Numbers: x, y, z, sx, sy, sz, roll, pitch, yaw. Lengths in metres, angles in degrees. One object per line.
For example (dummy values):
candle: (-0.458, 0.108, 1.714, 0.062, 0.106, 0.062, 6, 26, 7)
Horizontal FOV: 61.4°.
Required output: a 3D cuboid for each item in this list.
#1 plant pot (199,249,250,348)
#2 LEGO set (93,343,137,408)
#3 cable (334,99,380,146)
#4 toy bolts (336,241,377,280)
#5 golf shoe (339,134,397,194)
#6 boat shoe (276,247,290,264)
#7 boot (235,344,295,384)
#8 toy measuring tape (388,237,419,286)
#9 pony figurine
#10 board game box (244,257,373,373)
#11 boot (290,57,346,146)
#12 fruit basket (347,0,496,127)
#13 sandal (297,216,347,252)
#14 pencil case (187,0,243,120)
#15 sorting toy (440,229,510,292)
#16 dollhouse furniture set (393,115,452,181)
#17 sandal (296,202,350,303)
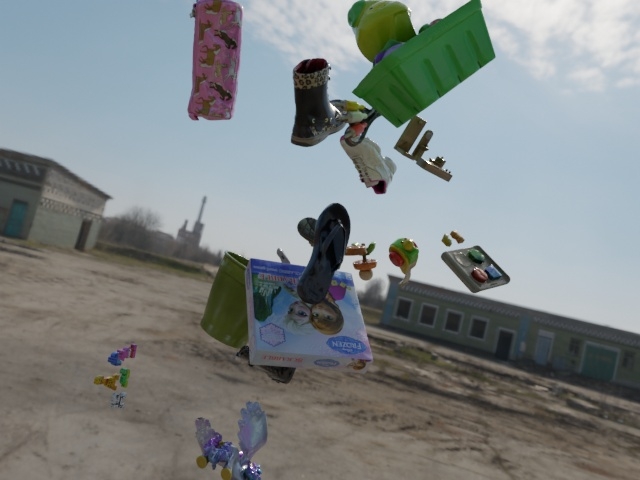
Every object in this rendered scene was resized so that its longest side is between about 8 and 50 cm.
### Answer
plant pot: (-0.365, 0.286, 2.458, 0.366, 0.353, 0.366, 31, 0, 0)
LEGO set: (-0.726, 0.469, 1.879, 0.087, 0.227, 0.093, 7, -5, 29)
cable: (0.153, -0.373, 1.621, 0.287, 0.140, 0.072, -26, 17, -34)
toy bolts: (0.106, 0.098, 2.183, 0.228, 0.159, 0.218, -3, 7, 16)
golf shoe: (0.176, -0.280, 1.993, 0.115, 0.140, 0.306, -4, -26, 44)
boat shoe: (-0.153, 0.071, 2.228, 0.100, 0.035, 0.035, 59, 11, -28)
boot: (-0.235, 0.515, 2.274, 0.229, 0.091, 0.263, 35, -33, -14)
toy measuring tape: (0.326, 0.078, 2.180, 0.121, 0.122, 0.330, 14, -28, 8)
pony figurine: (-0.344, 0.832, 2.058, 0.302, 0.351, 0.363, -18, -8, 8)
board game box: (-0.040, 0.200, 1.468, 0.318, 0.066, 0.318, 9, 41, -20)
boot: (0.002, -0.552, 2.067, 0.138, 0.284, 0.377, 19, 40, 25)
fruit basket: (0.234, -0.545, 1.478, 0.391, 0.392, 0.283, 16, -11, -16)
sandal: (0.000, 0.000, 1.518, 0.180, 0.072, 0.049, 38, -33, 27)
pencil case: (-0.346, -0.582, 1.760, 0.167, 0.387, 0.160, 6, 19, -2)
sorting toy: (0.589, 0.070, 2.141, 0.229, 0.041, 0.307, -11, 50, -36)
dollhouse furniture set: (0.345, -0.287, 1.675, 0.144, 0.123, 0.151, 20, 20, -32)
sandal: (0.023, 0.030, 1.256, 0.097, 0.255, 0.054, 31, -25, -32)
